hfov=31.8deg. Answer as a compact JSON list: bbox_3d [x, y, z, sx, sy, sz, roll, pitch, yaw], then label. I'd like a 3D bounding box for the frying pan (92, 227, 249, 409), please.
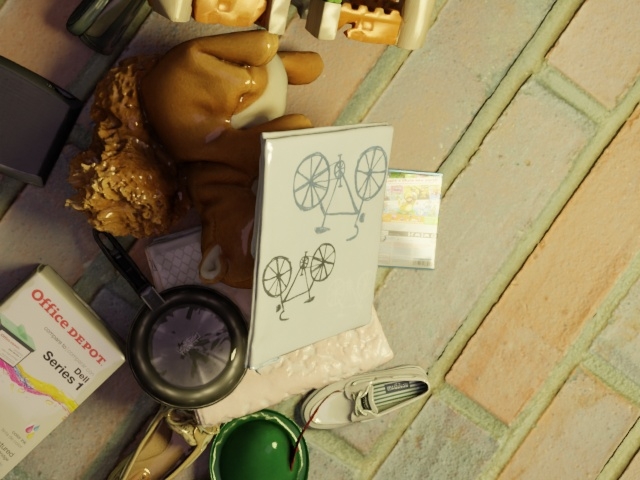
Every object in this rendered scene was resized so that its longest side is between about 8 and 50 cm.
[{"bbox_3d":[-0.223,0.104,1.765,0.197,0.053,0.326,-16,84,-8],"label":"frying pan"}]

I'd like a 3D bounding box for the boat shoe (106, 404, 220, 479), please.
[{"bbox_3d":[-0.243,0.336,1.839,0.104,0.089,0.285,37,85,-9],"label":"boat shoe"}]

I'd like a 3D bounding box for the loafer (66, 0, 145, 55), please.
[{"bbox_3d":[-0.285,-0.410,1.777,0.267,0.096,0.084,-46,120,4],"label":"loafer"}]

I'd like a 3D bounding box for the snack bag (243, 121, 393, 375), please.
[{"bbox_3d":[0.000,0.000,1.658,0.037,0.323,0.342,14,107,33],"label":"snack bag"}]

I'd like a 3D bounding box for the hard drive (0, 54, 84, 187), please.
[{"bbox_3d":[-0.520,-0.205,1.765,0.255,0.054,0.172,26,91,-10],"label":"hard drive"}]

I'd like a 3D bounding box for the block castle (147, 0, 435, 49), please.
[{"bbox_3d":[-0.060,-0.432,1.638,0.453,0.303,0.212,1,113,-27],"label":"block castle"}]

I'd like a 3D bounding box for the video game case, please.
[{"bbox_3d":[0.143,-0.036,1.907,0.119,0.015,0.166,4,95,-9],"label":"video game case"}]

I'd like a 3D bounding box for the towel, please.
[{"bbox_3d":[-0.086,0.102,1.822,0.332,0.053,0.317,-19,82,-8],"label":"towel"}]

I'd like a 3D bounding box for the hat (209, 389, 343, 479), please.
[{"bbox_3d":[-0.076,0.346,1.805,0.173,0.183,0.208,4,79,-16],"label":"hat"}]

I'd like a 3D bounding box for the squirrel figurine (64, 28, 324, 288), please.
[{"bbox_3d":[-0.178,-0.106,1.726,0.397,0.281,0.370,-5,91,8],"label":"squirrel figurine"}]

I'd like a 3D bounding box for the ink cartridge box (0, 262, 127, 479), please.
[{"bbox_3d":[-0.472,0.203,1.778,0.278,0.117,0.201,-44,100,-4],"label":"ink cartridge box"}]

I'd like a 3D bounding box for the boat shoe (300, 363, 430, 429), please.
[{"bbox_3d":[0.075,0.261,1.892,0.226,0.076,0.083,-21,98,-7],"label":"boat shoe"}]
